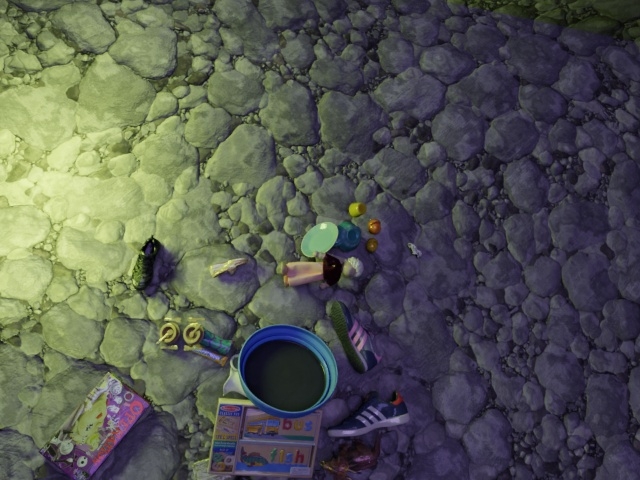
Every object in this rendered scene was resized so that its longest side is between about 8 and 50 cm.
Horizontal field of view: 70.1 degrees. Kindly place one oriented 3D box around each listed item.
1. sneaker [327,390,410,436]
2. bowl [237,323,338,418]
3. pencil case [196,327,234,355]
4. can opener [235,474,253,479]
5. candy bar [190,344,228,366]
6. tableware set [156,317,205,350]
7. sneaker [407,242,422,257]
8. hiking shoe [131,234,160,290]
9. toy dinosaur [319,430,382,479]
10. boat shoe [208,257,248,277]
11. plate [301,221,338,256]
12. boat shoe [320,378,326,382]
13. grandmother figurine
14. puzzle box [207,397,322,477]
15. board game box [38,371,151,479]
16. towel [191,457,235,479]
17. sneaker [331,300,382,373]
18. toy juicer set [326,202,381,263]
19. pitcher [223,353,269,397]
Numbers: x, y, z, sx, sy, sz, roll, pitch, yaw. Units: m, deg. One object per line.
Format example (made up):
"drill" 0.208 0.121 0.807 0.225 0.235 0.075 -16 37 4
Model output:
"sneaker" 0.184 0.701 1.860 0.349 0.131 0.148 -7 70 -18
"bowl" -0.128 0.503 1.767 0.390 0.077 0.391 11 39 -9
"pencil case" -0.431 0.406 1.845 0.151 0.064 0.070 27 50 -3
"can opener" -0.247 0.962 1.735 0.186 0.073 0.059 44 64 -4
"candy bar" -0.457 0.461 1.851 0.161 0.018 0.040 25 72 -4
"tableware set" -0.556 0.369 1.807 0.194 0.039 0.128 -2 74 14
"sneaker" 0.434 0.048 2.120 0.083 0.032 0.037 42 72 3
"hiking shoe" -0.717 0.088 1.849 0.086 0.114 0.227 11 74 -7
"toy dinosaur" 0.142 0.851 1.764 0.295 0.200 0.127 -18 79 -15
"boat shoe" -0.384 0.118 1.936 0.170 0.063 0.059 -16 81 -5
"plate" 0.000 0.000 2.000 0.188 0.188 0.024 -56 131 -18
"boat shoe" -0.084 0.632 1.849 0.285 0.089 0.105 -19 103 -12
"grandmother figurine" 0.014 0.133 1.940 0.342 0.208 0.104 -7 49 3
"puzzle box" -0.208 0.758 1.748 0.408 0.052 0.272 9 88 -14
"board game box" -0.834 0.697 1.704 0.208 0.056 0.347 39 72 -3
"towel" -0.408 0.882 1.743 0.148 0.027 0.110 -15 78 -13
"sneaker" 0.152 0.397 1.950 0.131 0.112 0.319 -18 82 -32
"toy juicer set" 0.151 0.005 2.061 0.209 0.089 0.329 39 71 -18
"pitcher" -0.270 0.545 1.818 0.207 0.126 0.178 9 52 -5
